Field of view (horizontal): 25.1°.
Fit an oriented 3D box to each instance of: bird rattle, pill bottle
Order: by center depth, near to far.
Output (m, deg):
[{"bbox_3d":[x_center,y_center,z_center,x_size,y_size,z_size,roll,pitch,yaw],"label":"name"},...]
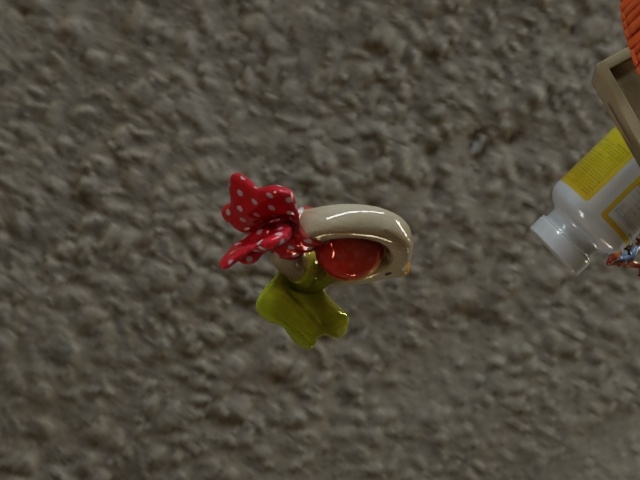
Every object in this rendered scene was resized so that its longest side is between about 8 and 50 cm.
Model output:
[{"bbox_3d":[0.320,-0.052,1.569,0.184,0.103,0.103,-44,129,4],"label":"pill bottle"},{"bbox_3d":[0.000,0.000,1.633,0.206,0.143,0.253,-9,145,6],"label":"bird rattle"}]

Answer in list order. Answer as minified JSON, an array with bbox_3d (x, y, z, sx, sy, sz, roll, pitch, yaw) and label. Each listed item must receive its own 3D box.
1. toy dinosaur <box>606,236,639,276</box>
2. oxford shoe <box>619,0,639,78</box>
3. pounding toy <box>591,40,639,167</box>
[{"bbox_3d":[0.378,0.021,1.774,0.090,0.047,0.082,58,41,-11],"label":"toy dinosaur"},{"bbox_3d":[0.327,-0.247,1.151,0.132,0.130,0.364,13,68,-22],"label":"oxford shoe"},{"bbox_3d":[0.345,-0.160,1.423,0.130,0.141,0.100,-28,170,3],"label":"pounding toy"}]
